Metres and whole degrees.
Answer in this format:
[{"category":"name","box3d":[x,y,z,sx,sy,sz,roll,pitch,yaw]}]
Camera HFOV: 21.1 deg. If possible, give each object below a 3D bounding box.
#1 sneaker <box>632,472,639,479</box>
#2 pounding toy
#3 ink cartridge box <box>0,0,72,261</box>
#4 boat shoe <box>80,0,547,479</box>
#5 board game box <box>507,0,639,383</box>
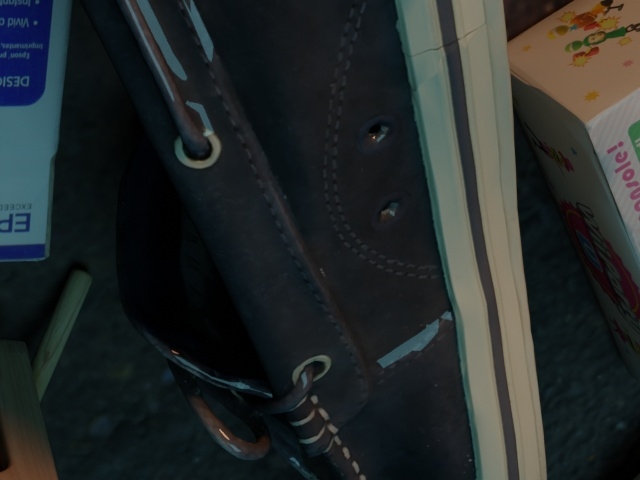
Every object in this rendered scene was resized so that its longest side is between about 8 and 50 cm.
[{"category":"sneaker","box3d":[0.293,0.186,0.977,0.305,0.114,0.152,27,106,-34]},{"category":"pounding toy","box3d":[-0.151,0.099,0.726,0.100,0.141,0.130,8,129,-28]},{"category":"ink cartridge box","box3d":[-0.166,-0.148,0.604,0.165,0.065,0.333,-2,117,-24]},{"category":"boat shoe","box3d":[0.000,0.000,0.688,0.156,0.187,0.500,-12,135,1]},{"category":"board game box","box3d":[0.261,-0.070,0.826,0.303,0.097,0.224,-33,125,-6]}]
